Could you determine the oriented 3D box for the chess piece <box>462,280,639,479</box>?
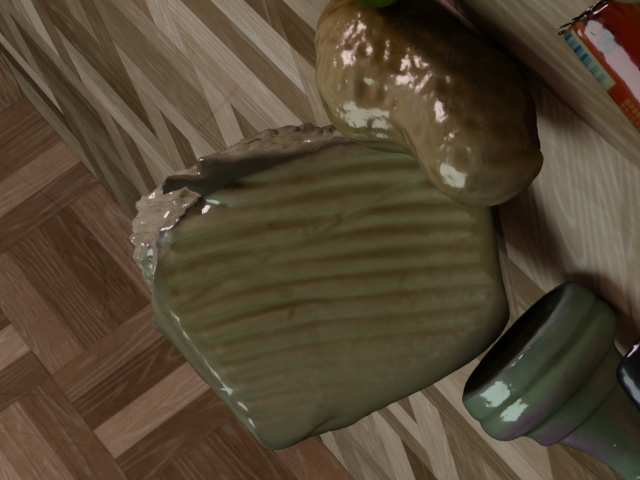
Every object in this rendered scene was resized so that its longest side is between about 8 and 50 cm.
[{"bbox_3d":[0.249,0.168,1.358,0.272,0.139,0.139,43,170,-4],"label":"chess piece"}]

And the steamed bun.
[{"bbox_3d":[0.000,0.000,1.435,0.272,0.290,0.273,-96,-13,-69],"label":"steamed bun"}]

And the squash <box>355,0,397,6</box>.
[{"bbox_3d":[0.023,-0.240,1.147,0.066,0.066,0.201,42,159,45],"label":"squash"}]

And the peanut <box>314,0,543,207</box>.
[{"bbox_3d":[0.074,-0.099,1.218,0.236,0.120,0.110,51,133,43],"label":"peanut"}]

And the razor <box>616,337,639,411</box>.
[{"bbox_3d":[0.267,0.112,1.146,0.148,0.090,0.054,49,178,25],"label":"razor"}]

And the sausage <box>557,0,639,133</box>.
[{"bbox_3d":[0.233,-0.028,0.901,0.264,0.083,0.083,52,169,3],"label":"sausage"}]
